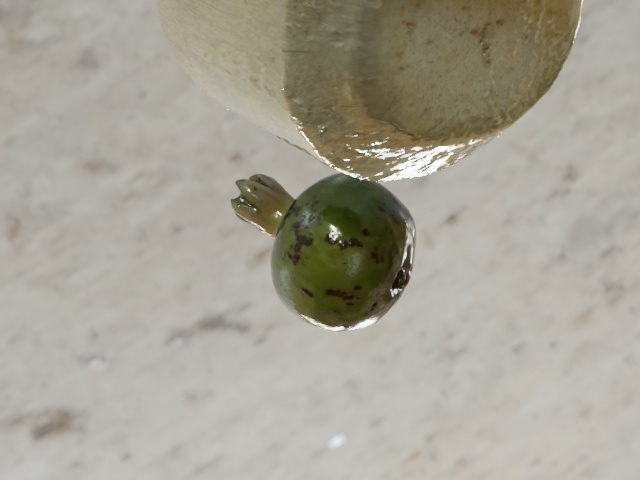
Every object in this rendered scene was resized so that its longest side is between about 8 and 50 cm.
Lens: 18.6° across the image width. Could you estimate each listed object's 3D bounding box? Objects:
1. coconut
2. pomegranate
[{"bbox_3d":[0.023,-0.170,1.199,0.237,0.266,0.237,-20,124,-34],"label":"coconut"},{"bbox_3d":[0.000,0.000,1.383,0.114,0.142,0.114,-50,159,-27],"label":"pomegranate"}]
